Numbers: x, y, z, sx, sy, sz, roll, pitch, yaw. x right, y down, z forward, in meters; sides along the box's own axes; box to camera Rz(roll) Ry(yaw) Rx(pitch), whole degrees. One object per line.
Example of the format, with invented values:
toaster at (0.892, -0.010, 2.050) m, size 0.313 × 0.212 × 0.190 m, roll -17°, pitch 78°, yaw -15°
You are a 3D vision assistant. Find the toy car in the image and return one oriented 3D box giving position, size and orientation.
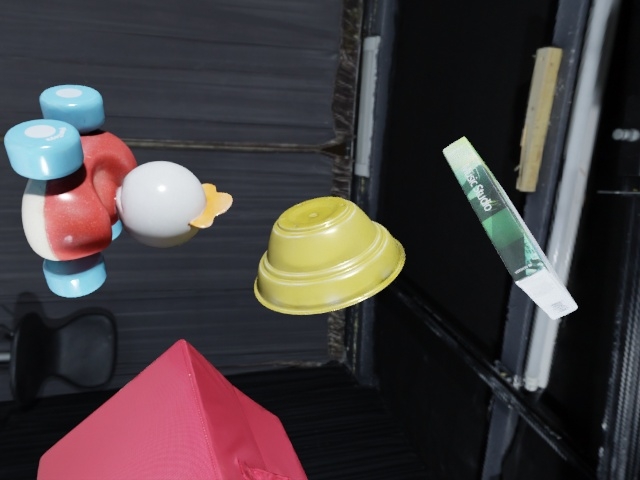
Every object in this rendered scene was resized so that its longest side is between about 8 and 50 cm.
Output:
toy car at (-0.238, -0.061, 0.617) m, size 0.210 × 0.237 × 0.219 m, roll -102°, pitch -162°, yaw -51°

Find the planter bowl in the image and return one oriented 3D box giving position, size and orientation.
planter bowl at (0.000, 0.000, 0.634) m, size 0.217 × 0.217 × 0.090 m, roll -121°, pitch -167°, yaw -64°

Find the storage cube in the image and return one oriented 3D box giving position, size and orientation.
storage cube at (-0.130, 0.251, 0.434) m, size 0.184 × 0.215 × 0.193 m, roll 52°, pitch -4°, yaw -32°

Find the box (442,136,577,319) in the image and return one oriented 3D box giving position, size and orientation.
box at (0.361, -0.025, 0.893) m, size 0.058 × 0.232 × 0.322 m, roll -35°, pitch -130°, yaw 22°
